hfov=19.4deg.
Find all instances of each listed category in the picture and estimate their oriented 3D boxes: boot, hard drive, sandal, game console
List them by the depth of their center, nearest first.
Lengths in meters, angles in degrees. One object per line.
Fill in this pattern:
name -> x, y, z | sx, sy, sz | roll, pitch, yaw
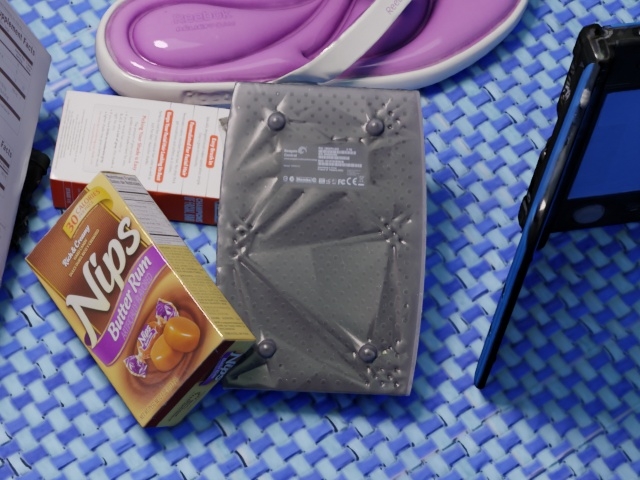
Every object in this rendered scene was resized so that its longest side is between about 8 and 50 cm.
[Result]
game console -> 0.243, -0.026, 1.488 | 0.250, 0.293, 0.173 | -7, 62, -9
hard drive -> 0.000, 0.000, 1.549 | 0.172, 0.054, 0.255 | 2, 82, -3
boot -> -0.297, -0.043, 1.601 | 0.121, 0.045, 0.099 | 18, 66, 8
sandal -> 0.005, -0.208, 1.682 | 0.416, 0.102, 0.169 | -16, 63, -14

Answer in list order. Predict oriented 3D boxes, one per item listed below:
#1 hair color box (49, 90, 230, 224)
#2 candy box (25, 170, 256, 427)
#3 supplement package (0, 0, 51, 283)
hair color box -> -0.143, -0.070, 1.620 | 0.167, 0.053, 0.093 | 6, 61, 0
candy box -> -0.148, 0.047, 1.521 | 0.109, 0.053, 0.187 | -48, 65, 21
supplement package -> -0.325, -0.073, 1.521 | 0.139, 0.134, 0.244 | 4, 71, 15
